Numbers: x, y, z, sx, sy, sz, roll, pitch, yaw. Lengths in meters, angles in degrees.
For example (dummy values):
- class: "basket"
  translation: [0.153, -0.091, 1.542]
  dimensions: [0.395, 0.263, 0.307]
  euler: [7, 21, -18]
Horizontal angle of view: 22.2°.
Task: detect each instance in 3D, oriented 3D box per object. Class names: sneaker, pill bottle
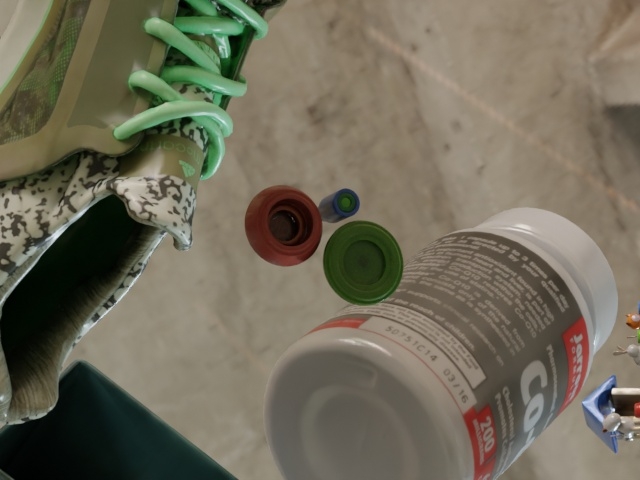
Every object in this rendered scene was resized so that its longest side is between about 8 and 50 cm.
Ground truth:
- class: "sneaker"
  translation: [-0.086, -0.070, 0.852]
  dimensions: [0.410, 0.158, 0.182]
  euler: [-56, -134, 12]
- class: "pill bottle"
  translation: [0.100, 0.087, 1.184]
  dimensions: [0.161, 0.283, 0.161]
  euler: [16, -60, 30]

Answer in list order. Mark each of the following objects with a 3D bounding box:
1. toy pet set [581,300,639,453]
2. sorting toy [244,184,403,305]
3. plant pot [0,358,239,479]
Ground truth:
- class: "toy pet set"
  translation: [0.273, 0.135, 1.507]
  dimensions: [0.065, 0.122, 0.114]
  euler: [-1, -36, 16]
- class: "sorting toy"
  translation: [0.000, 0.000, 0.978]
  dimensions: [0.102, 0.061, 0.042]
  euler: [29, -18, -14]
- class: "plant pot"
  translation: [-0.178, 0.235, 1.041]
  dimensions: [0.166, 0.165, 0.234]
  euler: [37, -69, 1]
